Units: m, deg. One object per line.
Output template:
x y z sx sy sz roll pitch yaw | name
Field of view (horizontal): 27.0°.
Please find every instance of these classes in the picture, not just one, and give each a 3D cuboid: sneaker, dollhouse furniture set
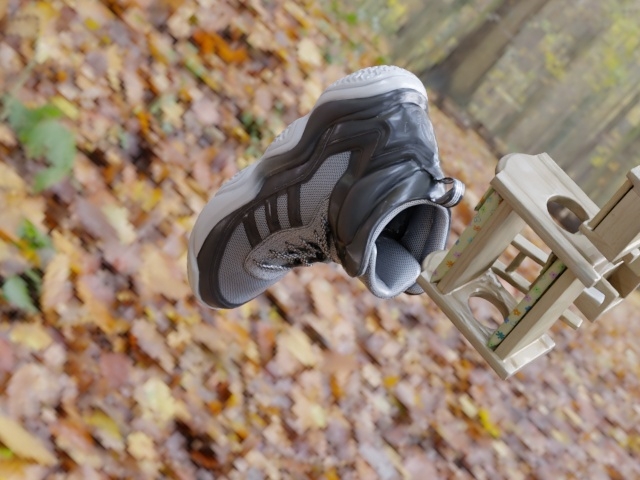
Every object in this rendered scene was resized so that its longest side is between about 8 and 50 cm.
0.000 0.000 1.038 0.101 0.268 0.153 16 39 -44 | sneaker
0.177 -0.024 0.880 0.161 0.182 0.101 -24 67 -44 | dollhouse furniture set
